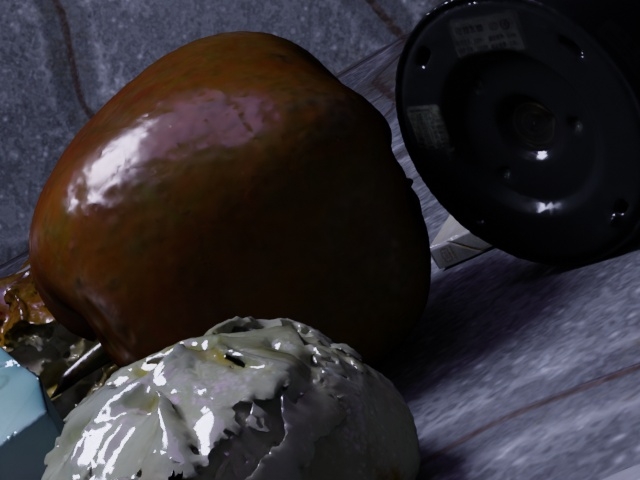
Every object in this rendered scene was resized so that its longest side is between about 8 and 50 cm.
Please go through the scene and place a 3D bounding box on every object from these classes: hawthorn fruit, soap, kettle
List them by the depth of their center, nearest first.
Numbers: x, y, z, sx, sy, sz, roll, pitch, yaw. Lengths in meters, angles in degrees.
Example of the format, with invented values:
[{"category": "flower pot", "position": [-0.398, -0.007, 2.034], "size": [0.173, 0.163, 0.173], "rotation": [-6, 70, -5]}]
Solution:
[{"category": "hawthorn fruit", "position": [-0.077, 0.006, 1.270], "size": [0.301, 0.267, 0.268], "rotation": [-34, 11, -9]}, {"category": "kettle", "position": [0.236, -0.155, 1.277], "size": [0.308, 0.203, 0.262], "rotation": [-39, -1, -40]}, {"category": "soap", "position": [-0.297, 0.147, 1.476], "size": [0.145, 0.091, 0.230], "rotation": [-36, 39, -26]}]

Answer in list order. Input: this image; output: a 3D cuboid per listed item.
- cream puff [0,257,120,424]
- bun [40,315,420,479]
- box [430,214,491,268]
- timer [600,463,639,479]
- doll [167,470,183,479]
[{"category": "cream puff", "position": [-0.231, 0.085, 1.677], "size": [0.269, 0.155, 0.241], "rotation": [-30, 14, -29]}, {"category": "bun", "position": [-0.065, 0.126, 1.017], "size": [0.239, 0.141, 0.239], "rotation": [-27, 10, 5]}, {"category": "box", "position": [0.169, -0.034, 1.423], "size": [0.167, 0.024, 0.090], "rotation": [-25, 14, 29]}, {"category": "timer", "position": [0.073, 0.174, 0.565], "size": [0.237, 0.087, 0.262], "rotation": [-30, 11, 9]}, {"category": "doll", "position": [-0.096, 0.212, 0.806], "size": [0.095, 0.149, 0.192], "rotation": [12, 27, 3]}]
